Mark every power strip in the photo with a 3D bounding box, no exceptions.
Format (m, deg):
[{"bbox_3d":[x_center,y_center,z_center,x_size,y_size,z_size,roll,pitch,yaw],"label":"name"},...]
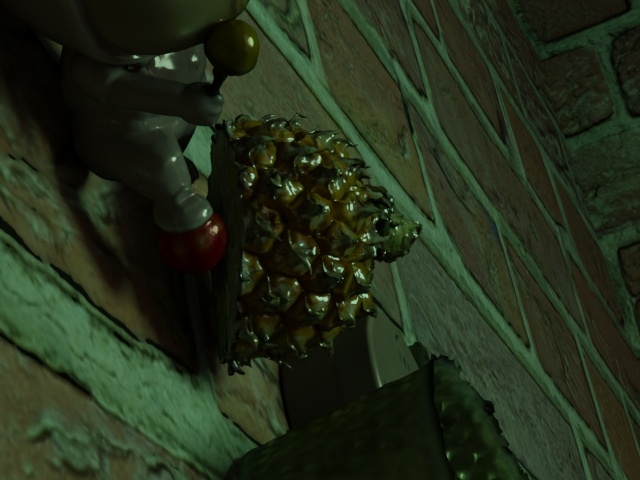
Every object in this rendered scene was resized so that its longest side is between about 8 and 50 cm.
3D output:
[{"bbox_3d":[0.037,0.135,1.308,0.154,0.078,0.154,60,15,-29],"label":"power strip"}]

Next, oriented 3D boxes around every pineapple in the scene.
[{"bbox_3d":[0.001,-0.002,1.139,0.176,0.137,0.161,-106,-161,-58],"label":"pineapple"}]

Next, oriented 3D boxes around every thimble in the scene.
[{"bbox_3d":[0.067,0.222,1.104,0.271,0.150,0.271,59,12,-21],"label":"thimble"}]

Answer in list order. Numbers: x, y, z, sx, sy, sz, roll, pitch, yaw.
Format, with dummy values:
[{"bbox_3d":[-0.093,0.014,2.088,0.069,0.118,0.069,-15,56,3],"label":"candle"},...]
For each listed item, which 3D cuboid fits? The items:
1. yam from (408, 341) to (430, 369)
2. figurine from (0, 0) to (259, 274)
[{"bbox_3d":[0.112,0.196,1.605,0.029,0.027,0.234,94,-12,-54],"label":"yam"},{"bbox_3d":[-0.099,-0.132,1.029,0.176,0.186,0.287,-44,132,-48],"label":"figurine"}]
